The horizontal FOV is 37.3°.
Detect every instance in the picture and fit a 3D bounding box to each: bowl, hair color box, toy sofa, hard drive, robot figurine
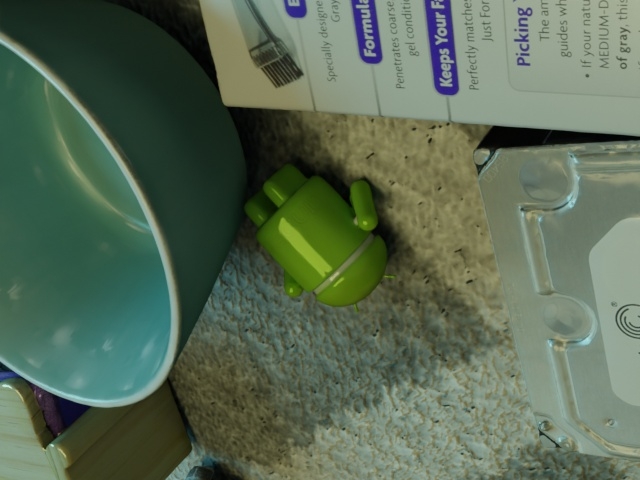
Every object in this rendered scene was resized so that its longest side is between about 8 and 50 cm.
[{"bbox_3d":[-0.177,-0.050,0.695,0.311,0.163,0.312,20,131,25],"label":"bowl"},{"bbox_3d":[0.093,-0.161,0.483,0.338,0.110,0.185,8,126,27],"label":"hair color box"},{"bbox_3d":[-0.324,0.168,0.966,0.362,0.150,0.177,-1,115,34],"label":"toy sofa"},{"bbox_3d":[0.271,0.033,0.533,0.338,0.064,0.237,1,121,34],"label":"hard drive"},{"bbox_3d":[0.000,0.000,0.685,0.115,0.067,0.101,45,122,-2],"label":"robot figurine"}]

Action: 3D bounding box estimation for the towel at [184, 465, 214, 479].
[{"bbox_3d":[-0.175,0.380,0.960,0.121,0.235,0.284,40,134,11],"label":"towel"}]
